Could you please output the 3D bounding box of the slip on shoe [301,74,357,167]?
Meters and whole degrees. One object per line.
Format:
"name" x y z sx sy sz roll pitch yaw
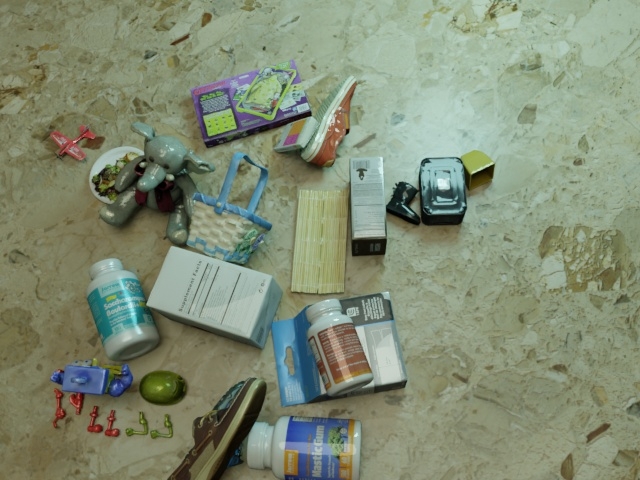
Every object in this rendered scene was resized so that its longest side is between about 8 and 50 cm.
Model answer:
"slip on shoe" 0.043 -0.360 1.892 0.101 0.123 0.331 31 64 -21

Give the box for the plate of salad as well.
"plate of salad" -0.613 -0.204 1.904 0.199 0.048 0.200 -1 70 3

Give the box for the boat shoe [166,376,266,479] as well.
"boat shoe" -0.252 0.457 1.471 0.123 0.123 0.342 32 96 16

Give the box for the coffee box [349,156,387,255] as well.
"coffee box" 0.132 -0.094 1.755 0.098 0.141 0.247 -2 70 3

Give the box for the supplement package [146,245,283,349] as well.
"supplement package" -0.276 0.156 1.667 0.292 0.177 0.175 16 74 12

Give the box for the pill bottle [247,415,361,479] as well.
"pill bottle" -0.037 0.511 1.529 0.271 0.152 0.152 1 69 4

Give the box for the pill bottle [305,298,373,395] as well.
"pill bottle" 0.039 0.259 1.522 0.121 0.121 0.216 -19 69 -3

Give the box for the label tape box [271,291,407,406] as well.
"label tape box" 0.040 0.287 1.634 0.333 0.106 0.241 -10 68 0

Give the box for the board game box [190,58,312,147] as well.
"board game box" -0.219 -0.433 1.963 0.346 0.056 0.208 -16 73 -2

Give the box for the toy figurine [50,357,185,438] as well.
"toy figurine" -0.553 0.392 1.581 0.362 0.217 0.191 6 70 7

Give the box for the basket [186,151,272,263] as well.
"basket" -0.233 -0.086 1.728 0.201 0.255 0.289 16 89 14

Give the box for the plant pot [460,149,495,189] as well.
"plant pot" 0.448 -0.214 1.811 0.081 0.081 0.083 -24 59 -5

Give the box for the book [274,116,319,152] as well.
"book" -0.076 -0.314 1.865 0.035 0.144 0.096 37 71 -30

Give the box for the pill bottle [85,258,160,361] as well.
"pill bottle" -0.548 0.183 1.698 0.146 0.146 0.264 -26 70 -6

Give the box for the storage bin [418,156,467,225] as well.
"storage bin" 0.348 -0.141 1.786 0.122 0.084 0.180 -2 70 4

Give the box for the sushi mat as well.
"sushi mat" 0.000 0.000 1.786 0.151 0.019 0.317 2 72 5

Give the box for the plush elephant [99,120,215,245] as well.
"plush elephant" -0.450 -0.184 1.762 0.271 0.255 0.330 24 68 2

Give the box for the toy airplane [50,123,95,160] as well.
"toy airplane" -0.778 -0.314 1.969 0.151 0.028 0.151 -1 70 3

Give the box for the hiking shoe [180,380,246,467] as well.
"hiking shoe" -0.239 0.507 1.581 0.132 0.113 0.304 28 83 6

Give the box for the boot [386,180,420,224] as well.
"boot" 0.253 -0.110 1.803 0.121 0.045 0.099 27 75 19
